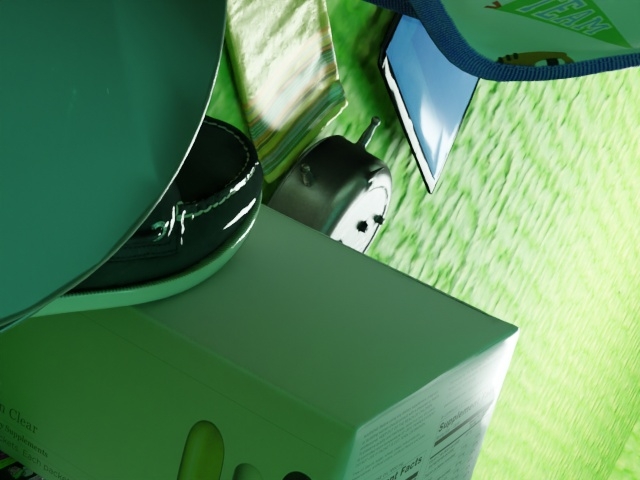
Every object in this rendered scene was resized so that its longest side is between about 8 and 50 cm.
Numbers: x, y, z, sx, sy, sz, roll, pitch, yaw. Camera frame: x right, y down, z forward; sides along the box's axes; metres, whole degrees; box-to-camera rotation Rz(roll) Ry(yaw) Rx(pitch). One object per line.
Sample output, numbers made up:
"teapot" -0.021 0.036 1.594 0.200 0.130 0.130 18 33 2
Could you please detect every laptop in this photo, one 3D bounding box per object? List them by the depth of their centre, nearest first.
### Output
"laptop" 0.181 -0.188 1.174 0.264 0.137 0.234 -18 152 7

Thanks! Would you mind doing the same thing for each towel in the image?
"towel" -0.028 -0.148 0.959 0.102 0.021 0.237 -52 152 -26

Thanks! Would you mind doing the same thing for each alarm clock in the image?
"alarm clock" 0.000 0.000 1.089 0.129 0.064 0.192 -38 156 -46

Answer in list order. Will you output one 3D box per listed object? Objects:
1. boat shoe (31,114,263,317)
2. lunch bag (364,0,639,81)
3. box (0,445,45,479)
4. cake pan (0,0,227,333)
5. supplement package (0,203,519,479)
"boat shoe" -0.138 -0.039 0.727 0.340 0.127 0.113 -14 137 -47
"lunch bag" 0.059 -0.240 0.617 0.239 0.385 0.328 -61 155 -9
"box" -0.215 0.159 0.832 0.083 0.062 0.052 -21 130 -56
"cake pan" -0.152 -0.090 0.465 0.293 0.054 0.293 -7 102 -36
"supplement package" -0.049 0.085 0.848 0.204 0.261 0.145 -21 131 -55
